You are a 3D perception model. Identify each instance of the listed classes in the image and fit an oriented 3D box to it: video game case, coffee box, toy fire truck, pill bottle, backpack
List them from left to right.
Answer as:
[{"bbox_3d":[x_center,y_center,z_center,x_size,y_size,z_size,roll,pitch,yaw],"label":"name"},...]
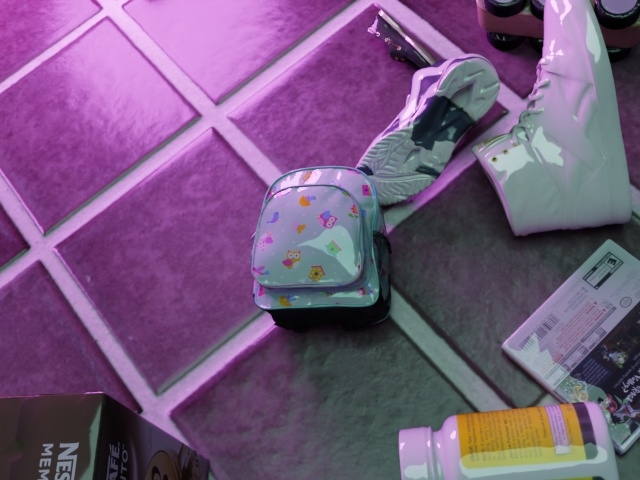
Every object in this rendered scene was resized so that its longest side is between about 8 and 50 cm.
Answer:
[{"bbox_3d":[-0.214,0.271,0.808,0.119,0.297,0.168,-4,64,10],"label":"coffee box"},{"bbox_3d":[0.000,0.000,0.986,0.166,0.144,0.188,-4,61,15],"label":"backpack"},{"bbox_3d":[0.190,0.235,0.841,0.208,0.119,0.119,-7,63,8],"label":"pill bottle"},{"bbox_3d":[0.344,-0.379,1.111,0.217,0.158,0.246,11,77,17],"label":"toy fire truck"},{"bbox_3d":[0.335,0.115,0.924,0.190,0.022,0.173,-42,63,-11],"label":"video game case"}]

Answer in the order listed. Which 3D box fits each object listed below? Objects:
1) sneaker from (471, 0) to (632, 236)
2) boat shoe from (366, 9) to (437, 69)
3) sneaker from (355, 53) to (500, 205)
[{"bbox_3d":[0.261,-0.150,0.978,0.169,0.108,0.292,-10,90,10],"label":"sneaker"},{"bbox_3d":[0.119,-0.271,1.151,0.133,0.049,0.042,47,109,20],"label":"boat shoe"},{"bbox_3d":[0.137,-0.154,1.070,0.094,0.153,0.235,34,113,-5],"label":"sneaker"}]
